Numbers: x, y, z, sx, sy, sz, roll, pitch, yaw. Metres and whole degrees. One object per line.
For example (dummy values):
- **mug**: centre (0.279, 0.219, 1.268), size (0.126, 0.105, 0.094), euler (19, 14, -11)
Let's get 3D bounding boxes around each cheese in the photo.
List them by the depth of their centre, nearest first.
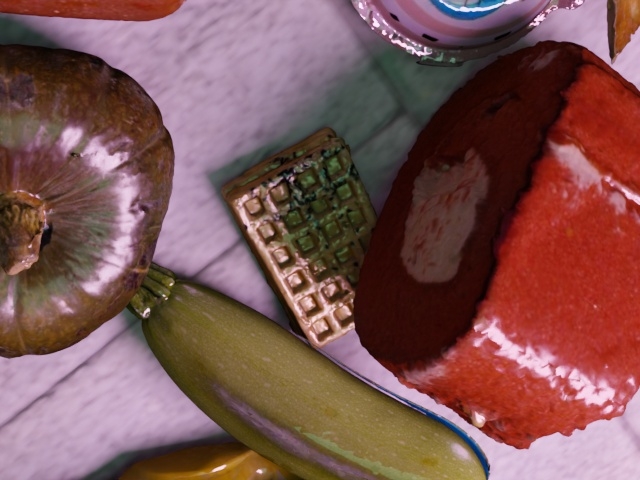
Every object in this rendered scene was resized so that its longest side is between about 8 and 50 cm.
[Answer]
- **cheese**: centre (0.063, -0.219, 0.699), size (0.286, 0.074, 0.189), euler (9, 109, -15)

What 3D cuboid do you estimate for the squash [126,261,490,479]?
- **squash**: centre (-0.029, 0.118, 0.761), size (0.341, 0.094, 0.094), euler (31, 99, 1)

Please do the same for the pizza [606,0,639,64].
- **pizza**: centre (0.260, -0.228, 0.726), size (0.181, 0.034, 0.262), euler (4, 91, -25)

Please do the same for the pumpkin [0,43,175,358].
- **pumpkin**: centre (-0.206, -0.021, 0.662), size (0.219, 0.162, 0.219), euler (-6, 111, -15)

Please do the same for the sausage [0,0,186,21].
- **sausage**: centre (-0.231, -0.192, 0.616), size (0.330, 0.102, 0.102), euler (-3, 109, -21)

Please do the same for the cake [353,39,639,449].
- **cake**: centre (0.141, -0.001, 0.713), size (0.151, 0.177, 0.283), euler (30, 70, -20)

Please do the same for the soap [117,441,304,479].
- **soap**: centre (-0.151, 0.254, 0.830), size (0.339, 0.304, 0.169), euler (7, 119, 26)

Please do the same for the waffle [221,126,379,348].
- **waffle**: centre (0.000, 0.000, 0.778), size (0.102, 0.042, 0.148), euler (-28, 111, -3)
